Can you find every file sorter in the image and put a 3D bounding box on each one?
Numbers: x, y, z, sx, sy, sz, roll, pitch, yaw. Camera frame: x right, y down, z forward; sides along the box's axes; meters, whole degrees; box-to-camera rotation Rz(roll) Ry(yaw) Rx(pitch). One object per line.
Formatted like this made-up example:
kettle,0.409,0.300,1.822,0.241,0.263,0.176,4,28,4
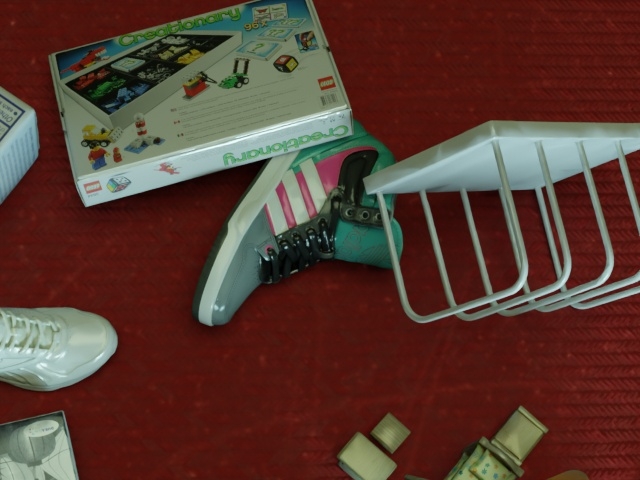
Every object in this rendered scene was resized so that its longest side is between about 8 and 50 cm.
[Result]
file sorter,0.224,-0.017,1.577,0.278,0.193,0.173,-3,76,-41

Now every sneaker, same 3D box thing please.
sneaker,0.000,0.000,1.640,0.178,0.124,0.295,29,71,11
sneaker,-0.330,0.107,1.561,0.232,0.115,0.090,-2,74,-8

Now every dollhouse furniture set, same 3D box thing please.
dollhouse furniture set,0.137,0.215,1.600,0.161,0.101,0.182,40,73,5

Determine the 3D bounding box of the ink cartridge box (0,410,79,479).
ink cartridge box,-0.307,0.354,1.522,0.165,0.065,0.332,-13,77,-12

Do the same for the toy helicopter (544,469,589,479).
toy helicopter,0.170,0.358,1.482,0.355,0.140,0.235,-21,118,-14

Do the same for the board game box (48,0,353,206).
board game box,-0.135,-0.163,1.647,0.305,0.053,0.193,-15,55,-3

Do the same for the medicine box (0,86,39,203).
medicine box,-0.489,-0.081,1.577,0.263,0.149,0.289,34,73,3
